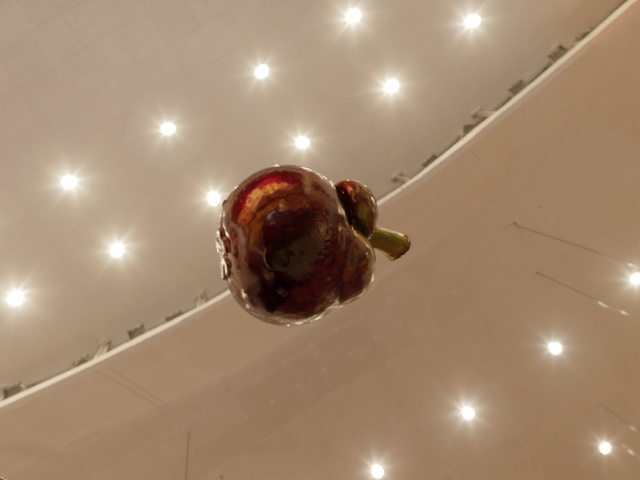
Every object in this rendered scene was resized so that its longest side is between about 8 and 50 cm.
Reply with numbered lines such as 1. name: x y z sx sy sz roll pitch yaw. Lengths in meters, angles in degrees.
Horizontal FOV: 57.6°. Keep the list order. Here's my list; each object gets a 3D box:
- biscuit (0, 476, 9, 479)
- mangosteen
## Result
1. biscuit: -0.279 0.283 0.356 0.250 0.030 0.160 -31 -89 -31
2. mangosteen: -0.005 -0.004 0.533 0.182 0.145 0.155 -15 -119 0
